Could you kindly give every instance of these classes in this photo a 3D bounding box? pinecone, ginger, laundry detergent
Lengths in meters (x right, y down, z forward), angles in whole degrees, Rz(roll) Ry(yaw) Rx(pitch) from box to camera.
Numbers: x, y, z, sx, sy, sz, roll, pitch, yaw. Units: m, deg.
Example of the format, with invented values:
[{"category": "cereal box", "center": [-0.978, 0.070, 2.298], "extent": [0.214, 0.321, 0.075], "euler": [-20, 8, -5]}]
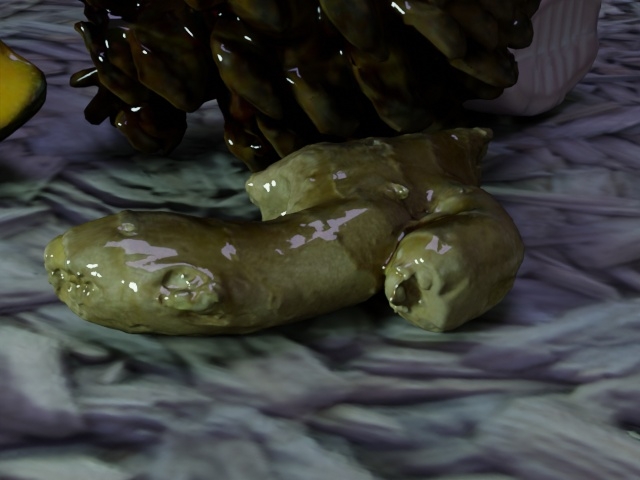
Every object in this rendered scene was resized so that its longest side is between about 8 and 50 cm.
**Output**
[{"category": "pinecone", "center": [-0.021, -0.147, 0.685], "extent": [0.257, 0.243, 0.243], "euler": [-10, 21, 6]}, {"category": "ginger", "center": [-0.009, -0.003, 0.577], "extent": [0.214, 0.059, 0.133], "euler": [-6, 31, -14]}, {"category": "laundry detergent", "center": [0.007, -0.154, 0.905], "extent": [0.335, 0.088, 0.159], "euler": [16, 25, 33]}]

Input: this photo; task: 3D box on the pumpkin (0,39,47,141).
[{"category": "pumpkin", "center": [-0.300, -0.099, 0.740], "extent": [0.258, 0.095, 0.290], "euler": [-10, 31, -18]}]
